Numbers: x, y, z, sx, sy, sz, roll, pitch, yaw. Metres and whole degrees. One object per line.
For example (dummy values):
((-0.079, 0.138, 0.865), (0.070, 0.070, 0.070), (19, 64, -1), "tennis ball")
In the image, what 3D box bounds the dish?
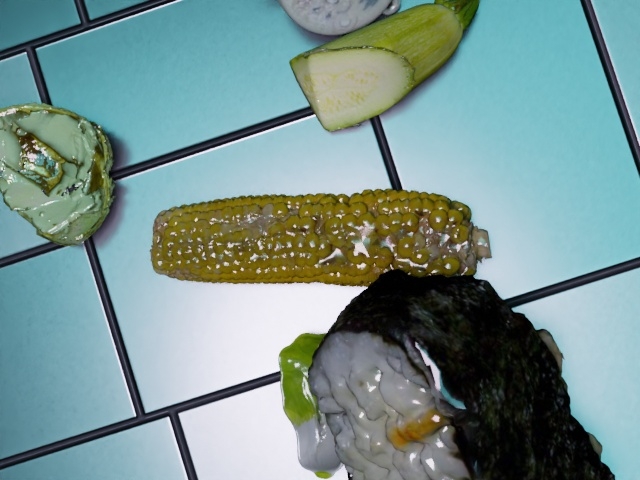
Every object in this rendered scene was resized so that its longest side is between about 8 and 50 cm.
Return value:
((0.008, 0.155, 1.247), (0.091, 0.039, 0.137), (-9, 83, 40), "dish")

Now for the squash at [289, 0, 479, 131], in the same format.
((0.075, -0.180, 1.244), (0.200, 0.075, 0.090), (-30, 103, 3), "squash")

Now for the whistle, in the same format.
((-0.022, -0.274, 1.212), (0.258, 0.067, 0.126), (25, 108, -36), "whistle")

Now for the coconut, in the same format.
((-0.261, -0.069, 1.281), (0.133, 0.055, 0.158), (-35, 86, 1), "coconut")

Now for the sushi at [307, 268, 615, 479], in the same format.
((0.126, 0.191, 1.152), (0.211, 0.171, 0.350), (-17, 98, 46), "sushi")

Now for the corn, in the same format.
((0.000, 0.000, 1.236), (0.319, 0.097, 0.097), (-1, 87, 7), "corn")
